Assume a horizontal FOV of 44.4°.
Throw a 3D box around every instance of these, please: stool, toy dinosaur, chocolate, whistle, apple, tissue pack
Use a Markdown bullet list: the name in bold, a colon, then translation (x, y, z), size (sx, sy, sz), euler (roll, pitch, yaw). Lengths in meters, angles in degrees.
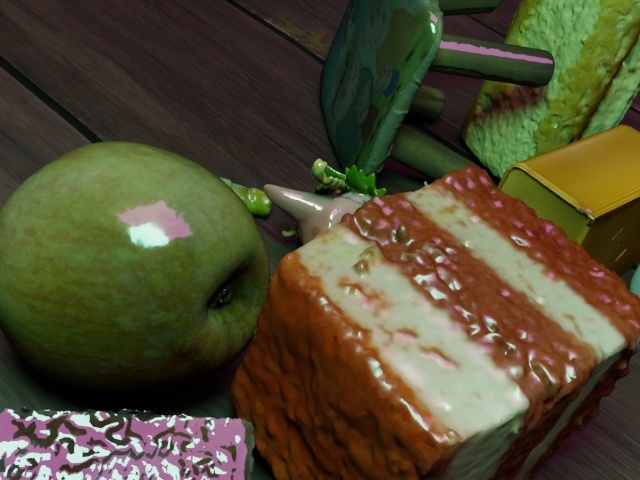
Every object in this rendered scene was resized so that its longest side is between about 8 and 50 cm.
- **stool**: translation (0.157, -0.260, 1.208), size (0.226, 0.310, 0.310), euler (8, 42, -22)
- **toy dinosaur**: translation (-0.006, 0.000, 1.000), size (0.177, 0.152, 0.194), euler (-42, 109, -45)
- **chocolate**: translation (-0.223, 0.216, 0.687), size (0.321, 0.112, 0.112), euler (6, 51, -15)
- **whistle**: translation (-0.163, -0.064, 1.061), size (0.198, 0.057, 0.104), euler (13, 34, -18)
- **apple**: translation (-0.181, 0.034, 0.775), size (0.233, 0.257, 0.257), euler (19, 37, 29)
- **tissue pack**: translation (0.367, -0.033, 1.112), size (0.274, 0.195, 0.145), euler (-19, 48, -37)

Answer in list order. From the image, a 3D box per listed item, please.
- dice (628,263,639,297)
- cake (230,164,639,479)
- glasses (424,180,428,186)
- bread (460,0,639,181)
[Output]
- **dice**: translation (0.560, 0.060, 1.073), size (0.193, 0.194, 0.192), euler (-18, 51, -37)
- **cake**: translation (0.104, 0.122, 0.775), size (0.319, 0.270, 0.270), euler (-21, 54, -38)
- **glasses**: translation (0.157, -0.022, 1.084), size (0.139, 0.104, 0.063), euler (8, 39, -17)
- **bread**: translation (0.369, -0.262, 1.224), size (0.165, 0.376, 0.237), euler (-3, 42, -26)
